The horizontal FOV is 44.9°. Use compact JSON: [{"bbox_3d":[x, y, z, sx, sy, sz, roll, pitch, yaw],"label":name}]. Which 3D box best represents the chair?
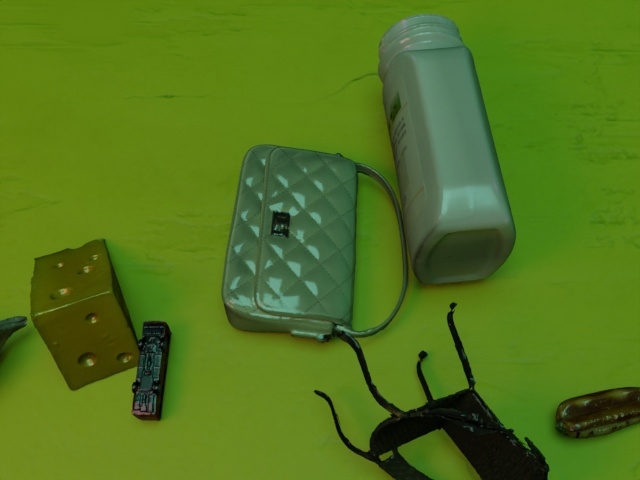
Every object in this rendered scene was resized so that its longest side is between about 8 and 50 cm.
[{"bbox_3d":[0.117,0.187,0.790,0.149,0.174,0.213,-18,58,-28],"label":"chair"}]

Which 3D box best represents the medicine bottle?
[{"bbox_3d":[0.145,-0.121,0.944,0.124,0.179,0.324,-7,61,-2],"label":"medicine bottle"}]

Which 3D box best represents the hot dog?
[{"bbox_3d":[0.315,0.192,0.857,0.122,0.037,0.049,-7,50,-9],"label":"hot dog"}]

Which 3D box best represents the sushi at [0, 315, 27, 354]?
[{"bbox_3d":[-0.462,0.157,0.856,0.273,0.134,0.109,-7,75,-19],"label":"sushi"}]

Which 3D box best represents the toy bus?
[{"bbox_3d":[-0.191,0.148,0.884,0.031,0.043,0.110,0,64,5],"label":"toy bus"}]

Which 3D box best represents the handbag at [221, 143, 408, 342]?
[{"bbox_3d":[0.000,0.000,0.944,0.219,0.079,0.256,4,63,-1],"label":"handbag"}]

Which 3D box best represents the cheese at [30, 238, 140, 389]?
[{"bbox_3d":[-0.285,0.063,0.921,0.093,0.126,0.171,-21,43,-11],"label":"cheese"}]
